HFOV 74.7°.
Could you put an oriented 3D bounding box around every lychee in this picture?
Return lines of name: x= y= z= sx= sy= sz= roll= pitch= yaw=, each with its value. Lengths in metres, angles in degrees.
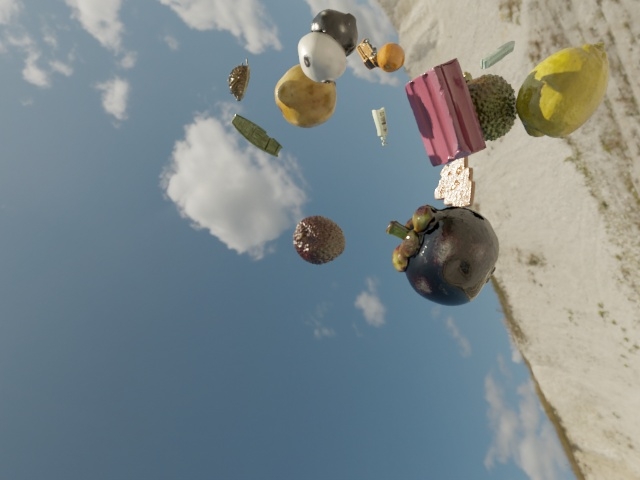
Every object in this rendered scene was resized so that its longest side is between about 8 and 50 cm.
lychee: x=0.675 y=-0.565 z=1.769 sx=0.270 sy=0.270 sz=0.320 roll=33 pitch=-162 yaw=-38
lychee: x=0.000 y=0.000 z=1.942 sx=0.271 sy=0.236 sz=0.236 roll=4 pitch=-116 yaw=-39

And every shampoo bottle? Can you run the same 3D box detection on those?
shampoo bottle: x=0.233 y=-0.432 z=1.603 sx=0.049 sy=0.034 sz=0.141 roll=-25 pitch=-69 yaw=-34

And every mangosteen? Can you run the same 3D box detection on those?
mangosteen: x=0.321 y=0.026 z=1.147 sx=0.302 sy=0.275 sz=0.275 roll=26 pitch=-144 yaw=8

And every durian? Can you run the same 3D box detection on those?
durian: x=-0.365 y=-0.722 z=1.874 sx=0.091 sy=0.188 sz=0.148 roll=20 pitch=-165 yaw=-9

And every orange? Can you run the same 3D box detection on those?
orange: x=0.207 y=-0.537 z=1.233 sx=0.083 sy=0.083 sz=0.083 roll=32 pitch=-135 yaw=-39

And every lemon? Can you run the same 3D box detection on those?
lemon: x=0.864 y=-0.531 z=1.508 sx=0.285 sy=0.285 sz=0.316 roll=-60 pitch=-30 yaw=-52

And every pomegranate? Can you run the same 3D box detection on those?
pomegranate: x=-0.070 y=-0.675 z=1.970 sx=0.307 sy=0.307 sz=0.307 roll=32 pitch=-135 yaw=-39

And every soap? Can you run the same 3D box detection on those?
soap: x=0.486 y=-0.490 z=1.652 sx=0.128 sy=0.233 sz=0.360 roll=-25 pitch=-80 yaw=-15

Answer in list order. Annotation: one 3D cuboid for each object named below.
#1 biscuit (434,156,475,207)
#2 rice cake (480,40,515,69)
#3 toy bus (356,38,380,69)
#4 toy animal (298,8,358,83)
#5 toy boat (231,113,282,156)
biscuit: x=0.685 y=-0.268 z=2.091 sx=0.043 sy=0.284 sz=0.306 roll=9 pitch=-139 yaw=-23
rice cake: x=0.555 y=-0.580 z=1.309 sx=0.171 sy=0.029 sz=0.033 roll=-38 pitch=-49 yaw=-24
toy bus: x=0.254 y=-0.945 z=2.146 sx=0.083 sy=0.088 sz=0.194 roll=28 pitch=-146 yaw=-43
toy animal: x=0.021 y=-0.676 z=1.486 sx=0.187 sy=0.165 sz=0.235 roll=29 pitch=-101 yaw=-26
toy boat: x=-0.311 y=-0.504 z=2.012 sx=0.293 sy=0.055 sz=0.093 roll=31 pitch=-98 yaw=-39
